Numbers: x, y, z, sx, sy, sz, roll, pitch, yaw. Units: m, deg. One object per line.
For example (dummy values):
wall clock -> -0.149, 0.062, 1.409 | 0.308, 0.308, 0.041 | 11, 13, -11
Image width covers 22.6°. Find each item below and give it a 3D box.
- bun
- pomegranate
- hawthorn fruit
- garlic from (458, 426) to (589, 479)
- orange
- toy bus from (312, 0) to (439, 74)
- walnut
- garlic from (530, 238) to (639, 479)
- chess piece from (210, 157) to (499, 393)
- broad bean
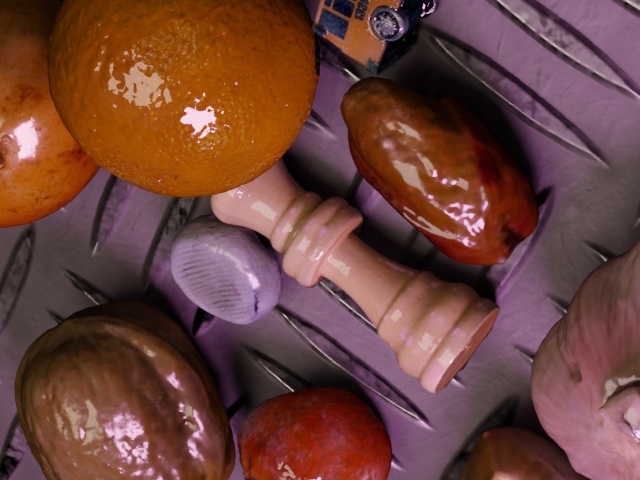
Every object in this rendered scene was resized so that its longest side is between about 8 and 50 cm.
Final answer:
bun -> -0.099, 0.027, 1.790 | 0.141, 0.083, 0.140 | 26, 140, 24
pomegranate -> -0.345, -0.152, 1.744 | 0.264, 0.264, 0.264 | 16, 124, 26
hawthorn fruit -> -0.005, 0.245, 1.805 | 0.173, 0.173, 0.172 | 16, 124, 26
garlic -> 0.163, 0.314, 1.715 | 0.151, 0.196, 0.338 | 53, 140, 15
orange -> -0.133, -0.172, 1.575 | 0.274, 0.274, 0.274 | 16, 124, 26
toy bus -> 0.061, -0.259, 1.506 | 0.103, 0.091, 0.182 | 31, 128, 16
walnut -> -0.234, 0.210, 1.891 | 0.283, 0.227, 0.283 | 9, 119, 16
garlic -> 0.352, 0.136, 1.468 | 0.322, 0.241, 0.322 | 14, 141, 11
chess piece -> 0.000, 0.000, 1.692 | 0.397, 0.117, 0.117 | 37, 131, 13
broad bean -> 0.115, -0.073, 1.550 | 0.122, 0.156, 0.228 | -42, 95, 10
